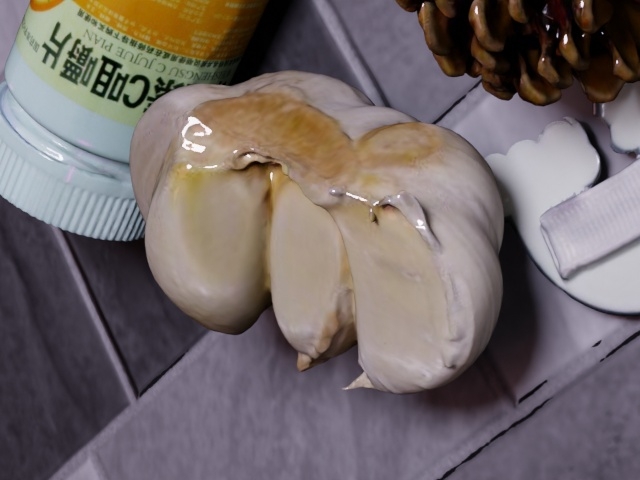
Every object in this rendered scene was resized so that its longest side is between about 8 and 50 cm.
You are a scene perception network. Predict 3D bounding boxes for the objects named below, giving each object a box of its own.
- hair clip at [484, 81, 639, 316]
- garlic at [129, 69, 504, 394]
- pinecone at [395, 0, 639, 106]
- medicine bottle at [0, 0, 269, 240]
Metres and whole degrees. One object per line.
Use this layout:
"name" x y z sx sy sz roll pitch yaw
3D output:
"hair clip" 0.192 -0.031 1.015 0.220 0.054 0.140 -34 74 40
"garlic" 0.002 -0.010 1.111 0.281 0.185 0.203 13 128 21
"pinecone" 0.135 -0.159 0.968 0.212 0.185 0.169 33 126 33
"medicine bottle" -0.124 -0.170 1.217 0.158 0.158 0.318 44 119 32
